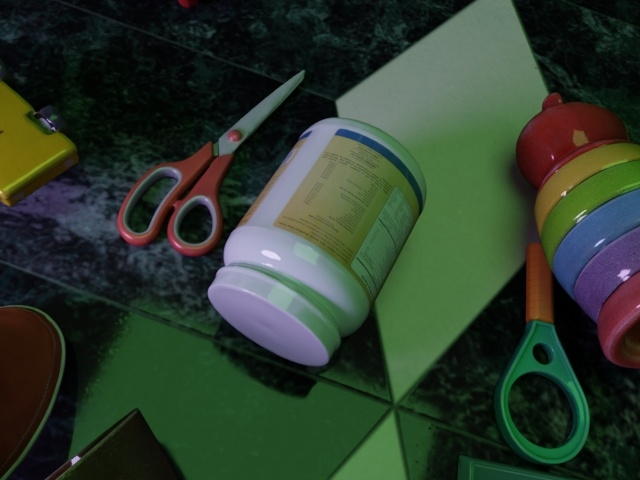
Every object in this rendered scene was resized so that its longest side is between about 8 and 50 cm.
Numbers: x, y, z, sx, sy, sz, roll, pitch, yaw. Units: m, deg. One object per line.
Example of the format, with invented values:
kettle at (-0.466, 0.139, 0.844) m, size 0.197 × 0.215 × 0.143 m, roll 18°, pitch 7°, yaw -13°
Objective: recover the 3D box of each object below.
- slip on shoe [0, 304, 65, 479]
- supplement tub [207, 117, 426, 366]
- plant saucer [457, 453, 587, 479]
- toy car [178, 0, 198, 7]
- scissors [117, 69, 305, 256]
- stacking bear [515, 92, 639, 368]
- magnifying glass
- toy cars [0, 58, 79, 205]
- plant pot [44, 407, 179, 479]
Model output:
slip on shoe at (-0.276, 0.133, 0.379) m, size 0.122 × 0.101 × 0.331 m, roll 25°, pitch 24°, yaw -1°
supplement tub at (0.000, 0.000, 0.537) m, size 0.144 × 0.144 × 0.200 m, roll 29°, pitch 63°, yaw 6°
plant saucer at (0.219, 0.248, 0.522) m, size 0.191 × 0.018 × 0.067 m, roll 12°, pitch 62°, yaw -2°
toy car at (-0.175, -0.365, 0.708) m, size 0.181 × 0.159 × 0.136 m, roll 26°, pitch 99°, yaw 3°
scissors at (-0.115, -0.109, 0.642) m, size 0.108 × 0.021 × 0.297 m, roll 22°, pitch 64°, yaw 4°
stacking bear at (0.298, -0.034, 0.584) m, size 0.164 × 0.175 × 0.289 m, roll -17°, pitch 48°, yaw 4°
magnifying glass at (0.227, 0.109, 0.589) m, size 0.092 × 0.026 × 0.231 m, roll 12°, pitch 62°, yaw -3°
toy cars at (-0.424, -0.104, 0.557) m, size 0.393 × 0.087 × 0.177 m, roll 3°, pitch 58°, yaw -4°
plant pot at (-0.135, 0.269, 0.364) m, size 0.215 × 0.215 × 0.230 m, roll -39°, pitch 90°, yaw -24°
